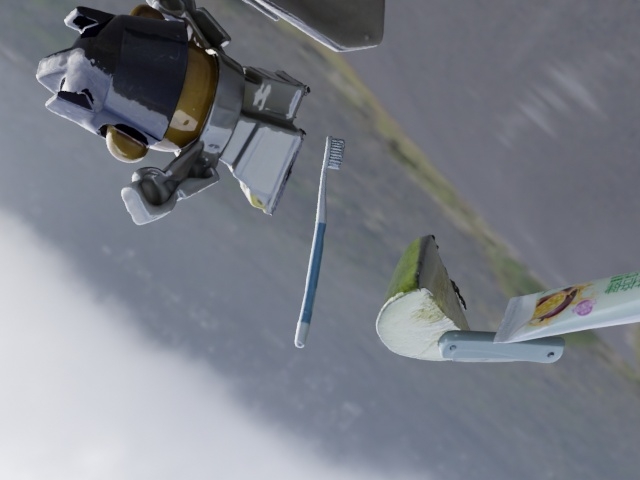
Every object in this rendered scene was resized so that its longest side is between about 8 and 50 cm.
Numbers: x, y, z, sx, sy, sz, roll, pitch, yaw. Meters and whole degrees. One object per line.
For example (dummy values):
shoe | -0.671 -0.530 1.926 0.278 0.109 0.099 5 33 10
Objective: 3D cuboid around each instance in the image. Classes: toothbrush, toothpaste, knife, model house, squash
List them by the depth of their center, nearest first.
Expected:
toothpaste | 0.311 0.048 1.371 0.058 0.314 0.056 23 -120 -58
squash | 0.118 0.105 1.786 0.252 0.093 0.169 -62 -51 -75
knife | 0.215 0.130 1.794 0.162 0.044 0.023 5 -146 -20
model house | -0.036 -0.323 1.806 0.229 0.122 0.188 26 -174 -29
toothbrush | 0.000 0.000 1.871 0.025 0.276 0.019 9 165 -1

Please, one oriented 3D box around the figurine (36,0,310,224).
figurine | -0.157 -0.158 1.635 0.308 0.143 0.308 25 -142 -22
